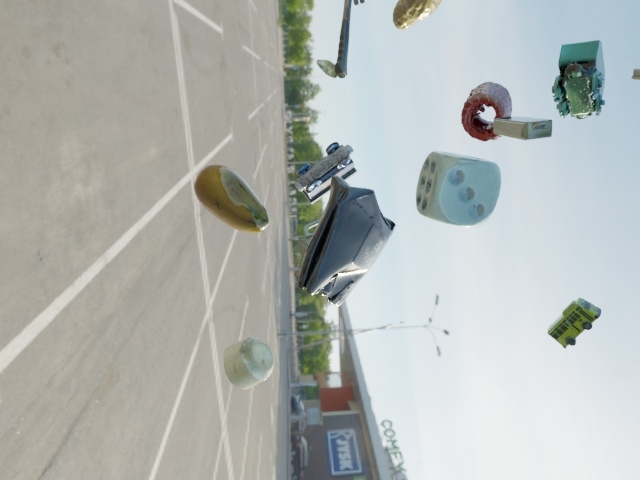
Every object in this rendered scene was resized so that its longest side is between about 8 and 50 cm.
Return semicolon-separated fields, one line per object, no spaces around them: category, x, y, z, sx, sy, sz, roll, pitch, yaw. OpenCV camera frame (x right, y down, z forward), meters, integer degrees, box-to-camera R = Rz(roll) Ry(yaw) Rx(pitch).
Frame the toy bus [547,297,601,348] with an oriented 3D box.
toy bus;0.900;0.289;1.687;0.088;0.101;0.175;-23;148;-54

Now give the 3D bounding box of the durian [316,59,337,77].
durian;0.033;-0.674;1.858;0.130;0.052;0.066;51;21;26

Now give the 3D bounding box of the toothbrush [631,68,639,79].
toothbrush;0.954;-0.421;1.226;0.307;0.025;0.030;40;-30;56

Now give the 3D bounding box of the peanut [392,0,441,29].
peanut;0.379;-0.936;1.883;0.313;0.149;0.149;-156;-117;-73

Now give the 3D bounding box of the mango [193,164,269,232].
mango;-0.316;-0.142;1.723;0.173;0.317;0.211;-48;175;-14

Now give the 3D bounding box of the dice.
dice;0.549;-0.212;1.921;0.265;0.262;0.268;-101;-159;-73

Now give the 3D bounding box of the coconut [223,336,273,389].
coconut;-0.319;0.525;2.028;0.202;0.222;0.202;39;33;-32

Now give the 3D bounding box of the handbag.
handbag;0.062;0.022;1.197;0.288;0.152;0.342;-63;156;-4

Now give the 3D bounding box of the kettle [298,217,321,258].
kettle;0.001;0.005;1.620;0.127;0.148;0.098;38;-34;36

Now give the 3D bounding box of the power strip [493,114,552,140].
power strip;0.565;-0.319;1.339;0.272;0.078;0.052;-93;176;-73

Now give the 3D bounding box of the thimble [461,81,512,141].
thimble;0.601;-0.467;1.722;0.125;0.163;0.190;-53;138;-39

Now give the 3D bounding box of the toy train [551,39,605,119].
toy train;0.640;-0.392;1.166;0.198;0.107;0.154;34;68;-50

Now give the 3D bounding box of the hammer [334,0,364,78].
hammer;0.064;-0.557;1.222;0.111;0.033;0.288;21;71;-52

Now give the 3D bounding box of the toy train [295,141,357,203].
toy train;0.022;-0.306;2.115;0.131;0.299;0.202;55;-3;16
